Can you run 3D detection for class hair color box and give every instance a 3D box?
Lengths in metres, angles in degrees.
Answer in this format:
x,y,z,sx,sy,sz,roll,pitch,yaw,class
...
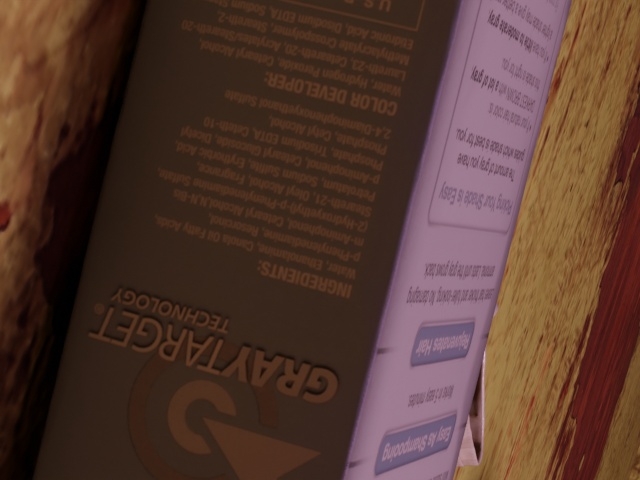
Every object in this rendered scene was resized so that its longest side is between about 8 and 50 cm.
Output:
x,y,z,sx,sy,sz,roll,pitch,yaw,class
0.000,0.000,0.691,0.185,0.113,0.375,4,100,-73,hair color box

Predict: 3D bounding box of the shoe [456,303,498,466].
x,y,z,sx,sy,sz,roll,pitch,yaw,class
0.085,0.050,1.141,0.076,0.058,0.219,-52,154,-52,shoe
